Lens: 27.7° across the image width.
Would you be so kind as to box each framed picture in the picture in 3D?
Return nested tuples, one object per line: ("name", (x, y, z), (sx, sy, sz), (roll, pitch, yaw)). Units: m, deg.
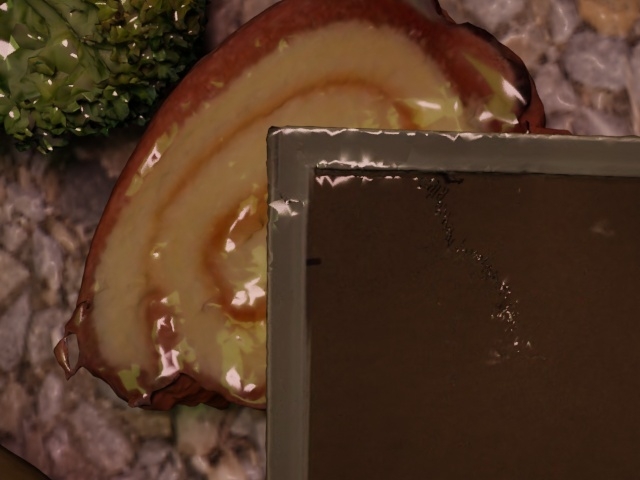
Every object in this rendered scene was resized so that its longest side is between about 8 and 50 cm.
("framed picture", (0.123, 0.069, 0.526), (0.293, 0.018, 0.231), (2, 103, 2))

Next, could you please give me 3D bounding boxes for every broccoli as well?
("broccoli", (-0.156, -0.141, 0.650), (0.219, 0.194, 0.194), (21, 86, 34))

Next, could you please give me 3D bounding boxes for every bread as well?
("bread", (-0.008, -0.009, 0.613), (0.244, 0.123, 0.190), (-38, 68, 8))

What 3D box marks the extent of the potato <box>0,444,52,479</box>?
("potato", (-0.196, 0.212, 0.579), (0.243, 0.221, 0.326), (-43, 65, 17))
